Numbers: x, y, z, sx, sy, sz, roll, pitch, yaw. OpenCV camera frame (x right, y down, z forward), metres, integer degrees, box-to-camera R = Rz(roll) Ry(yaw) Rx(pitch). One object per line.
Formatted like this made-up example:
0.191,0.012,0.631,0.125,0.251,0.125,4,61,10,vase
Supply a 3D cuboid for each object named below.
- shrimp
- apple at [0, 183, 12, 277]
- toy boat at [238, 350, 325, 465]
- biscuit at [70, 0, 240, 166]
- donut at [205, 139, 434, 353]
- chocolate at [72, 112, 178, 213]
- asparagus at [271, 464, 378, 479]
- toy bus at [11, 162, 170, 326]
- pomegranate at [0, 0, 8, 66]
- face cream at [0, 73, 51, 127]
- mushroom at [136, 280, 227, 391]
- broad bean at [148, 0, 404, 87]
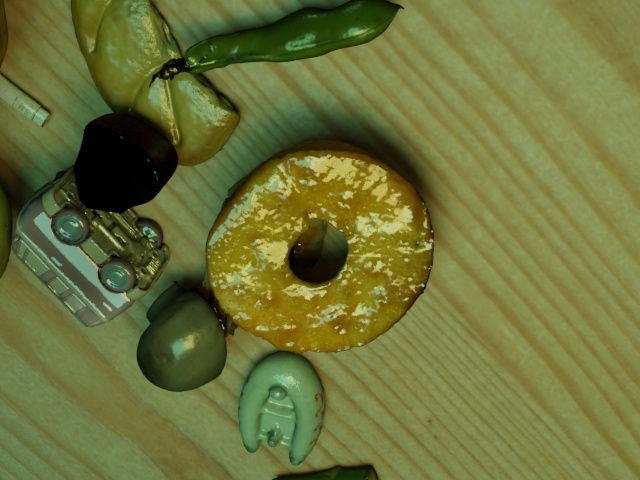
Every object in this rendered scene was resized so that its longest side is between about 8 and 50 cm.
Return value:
-0.090,0.031,1.454,0.154,0.062,0.294,23,122,-5,shrimp
-0.572,-0.015,1.447,0.279,0.279,0.279,7,121,12,apple
-0.063,0.265,1.573,0.134,0.079,0.208,18,124,9,toy boat
-0.234,-0.226,1.353,0.154,0.045,0.299,-27,109,29,biscuit
0.000,0.000,1.350,0.302,0.110,0.303,0,117,0,donut
-0.261,-0.109,1.363,0.148,0.080,0.125,-19,105,38,chocolate
0.005,0.389,1.647,0.178,0.041,0.045,-11,108,23,asparagus
-0.332,0.006,1.458,0.142,0.142,0.202,-32,108,29,toy bus
-0.561,-0.262,1.269,0.332,0.333,0.333,7,121,12,pomegranate
-0.429,-0.202,1.437,0.115,0.020,0.038,38,123,-4,face cream
-0.209,0.153,1.492,0.141,0.117,0.188,44,144,10,mushroom
-0.051,-0.239,1.258,0.317,0.098,0.056,-16,123,10,broad bean
